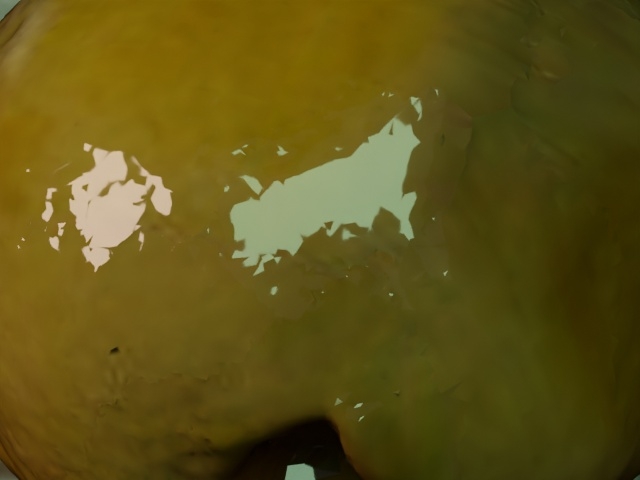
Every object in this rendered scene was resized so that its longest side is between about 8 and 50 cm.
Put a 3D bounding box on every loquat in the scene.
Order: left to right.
[{"bbox_3d":[0.000,0.000,0.557,0.238,0.193,0.238,-12,39,10],"label":"loquat"}]
